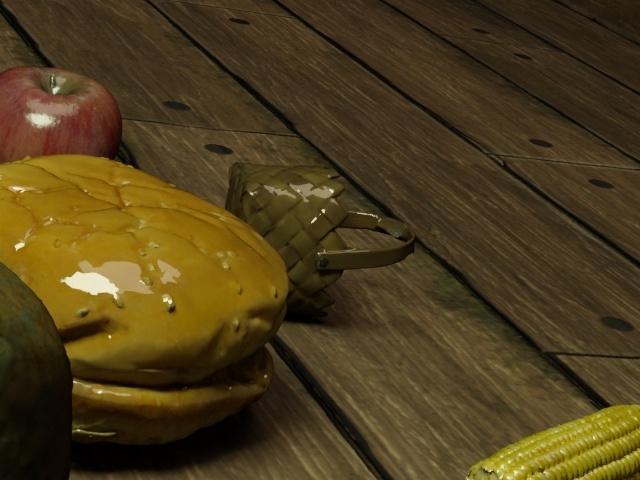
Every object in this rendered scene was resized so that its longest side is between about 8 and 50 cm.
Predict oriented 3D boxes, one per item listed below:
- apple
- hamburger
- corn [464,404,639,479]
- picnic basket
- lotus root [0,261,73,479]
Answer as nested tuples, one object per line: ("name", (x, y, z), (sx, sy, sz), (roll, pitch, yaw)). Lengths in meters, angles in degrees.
("apple", (-0.280, -0.107, 1.673), (0.153, 0.120, 0.153), (14, 24, -6))
("hamburger", (-0.175, 0.042, 1.258), (0.318, 0.158, 0.318), (11, 20, -4))
("corn", (0.191, 0.178, 1.239), (0.081, 0.081, 0.248), (27, 23, 35))
("picnic basket", (0.000, 0.000, 1.526), (0.178, 0.138, 0.128), (0, 21, -20))
("lotus root", (-0.275, 0.112, 0.868), (0.250, 0.250, 0.346), (22, 19, 22))
